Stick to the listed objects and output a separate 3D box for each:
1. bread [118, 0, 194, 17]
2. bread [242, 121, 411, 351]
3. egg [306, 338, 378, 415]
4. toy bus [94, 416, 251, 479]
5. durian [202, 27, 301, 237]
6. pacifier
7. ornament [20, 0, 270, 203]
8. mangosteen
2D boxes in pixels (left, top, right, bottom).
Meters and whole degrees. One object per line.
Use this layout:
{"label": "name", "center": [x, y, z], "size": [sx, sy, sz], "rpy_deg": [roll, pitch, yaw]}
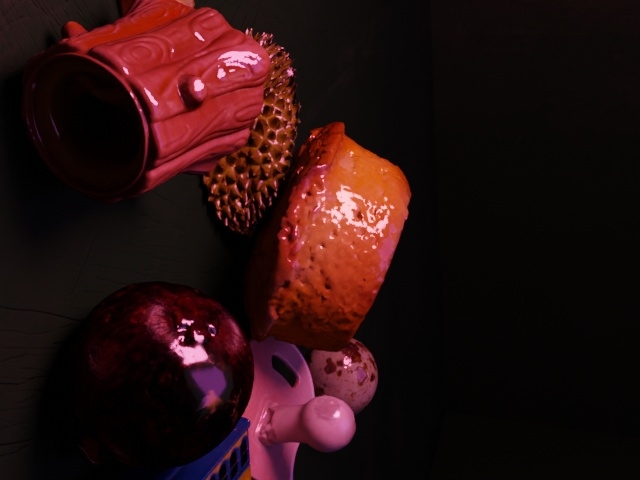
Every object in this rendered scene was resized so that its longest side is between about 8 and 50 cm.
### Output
{"label": "bread", "center": [-0.237, -0.274, 1.013], "size": [0.139, 0.084, 0.074], "rpy_deg": [-61, 178, 36]}
{"label": "bread", "center": [0.000, 0.000, 1.294], "size": [0.398, 0.215, 0.398], "rpy_deg": [-157, -90, -83]}
{"label": "egg", "center": [0.046, 0.319, 1.716], "size": [0.169, 0.169, 0.231], "rpy_deg": [-66, 162, -45]}
{"label": "toy bus", "center": [-0.208, 0.367, 1.035], "size": [0.287, 0.138, 0.175], "rpy_deg": [-39, 131, -65]}
{"label": "durian", "center": [-0.126, -0.187, 1.258], "size": [0.169, 0.158, 0.352], "rpy_deg": [166, -68, -74]}
{"label": "pacifier", "center": [-0.078, 0.313, 1.296], "size": [0.220, 0.273, 0.332], "rpy_deg": [97, 11, -51]}
{"label": "ornament", "center": [-0.196, -0.157, 0.859], "size": [0.217, 0.221, 0.235], "rpy_deg": [-47, 129, -56]}
{"label": "mangosteen", "center": [-0.206, 0.178, 0.930], "size": [0.265, 0.228, 0.228], "rpy_deg": [-53, 180, 32]}
